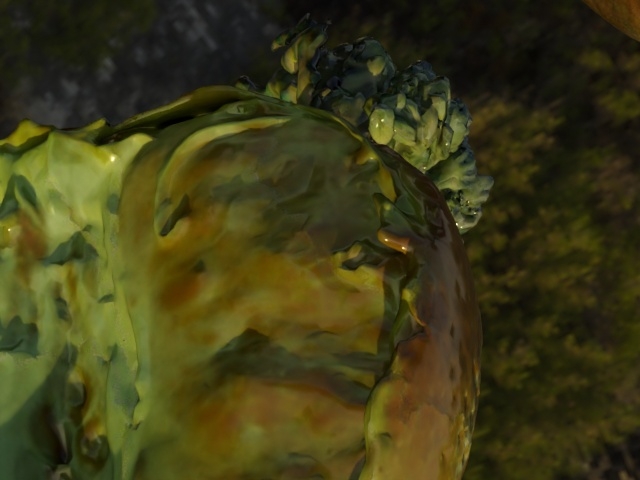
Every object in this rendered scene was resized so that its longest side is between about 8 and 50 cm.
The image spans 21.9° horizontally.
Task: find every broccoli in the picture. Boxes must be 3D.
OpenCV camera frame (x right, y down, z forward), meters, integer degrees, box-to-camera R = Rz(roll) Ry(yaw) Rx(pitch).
[{"bbox_3d":[0.014,-0.011,1.024,0.177,0.198,0.274,42,37,-20],"label":"broccoli"}]

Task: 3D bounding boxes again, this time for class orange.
[{"bbox_3d":[-0.091,0.087,0.657,0.262,0.335,0.196,-92,164,-48],"label":"orange"}]

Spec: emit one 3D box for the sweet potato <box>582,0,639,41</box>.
[{"bbox_3d":[0.082,-0.155,0.673,0.233,0.062,0.081,46,21,5],"label":"sweet potato"}]
